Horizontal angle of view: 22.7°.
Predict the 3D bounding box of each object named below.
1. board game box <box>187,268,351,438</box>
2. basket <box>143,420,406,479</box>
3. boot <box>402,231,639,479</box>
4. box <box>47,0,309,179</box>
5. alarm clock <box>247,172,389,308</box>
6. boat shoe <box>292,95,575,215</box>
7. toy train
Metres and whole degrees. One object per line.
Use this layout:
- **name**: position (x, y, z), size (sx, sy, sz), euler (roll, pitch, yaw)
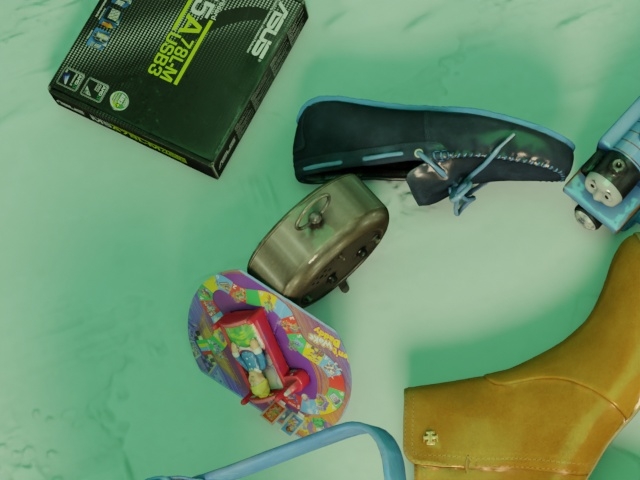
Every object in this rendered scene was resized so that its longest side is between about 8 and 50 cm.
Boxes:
- **board game box**: position (-0.053, 0.105, 1.380), size (0.168, 0.133, 0.033), euler (32, 40, 14)
- **basket**: position (-0.060, 0.271, 1.093), size (0.289, 0.201, 0.255), euler (-18, 65, 32)
- **boot**: position (0.177, 0.128, 1.362), size (0.211, 0.104, 0.295), euler (5, 76, 7)
- **box**: position (-0.135, -0.179, 1.525), size (0.184, 0.045, 0.191), euler (25, 77, 15)
- **alarm clock**: position (0.000, 0.000, 1.375), size (0.129, 0.192, 0.064), euler (-41, 74, -7)
- **boat shoe**: position (0.101, -0.067, 1.446), size (0.258, 0.109, 0.089), euler (6, 72, 25)
- **toy train**: position (0.293, -0.087, 1.420), size (0.080, 0.105, 0.184), euler (42, 80, 17)
